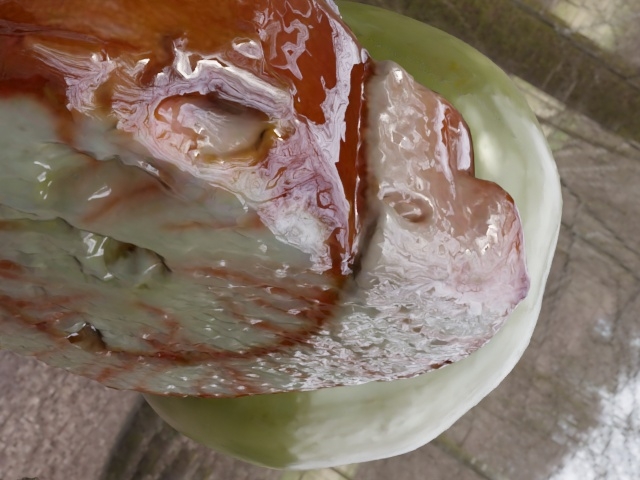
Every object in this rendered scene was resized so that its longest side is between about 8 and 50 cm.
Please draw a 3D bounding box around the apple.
[{"bbox_3d":[0.000,0.000,0.938,0.474,0.473,0.473,-56,172,-12],"label":"apple"}]

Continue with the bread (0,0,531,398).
[{"bbox_3d":[-0.087,-0.016,0.479,0.295,0.327,0.114,-25,-131,45],"label":"bread"}]

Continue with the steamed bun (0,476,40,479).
[{"bbox_3d":[-0.112,0.197,0.394,0.301,0.251,0.199,113,-26,-67],"label":"steamed bun"}]
